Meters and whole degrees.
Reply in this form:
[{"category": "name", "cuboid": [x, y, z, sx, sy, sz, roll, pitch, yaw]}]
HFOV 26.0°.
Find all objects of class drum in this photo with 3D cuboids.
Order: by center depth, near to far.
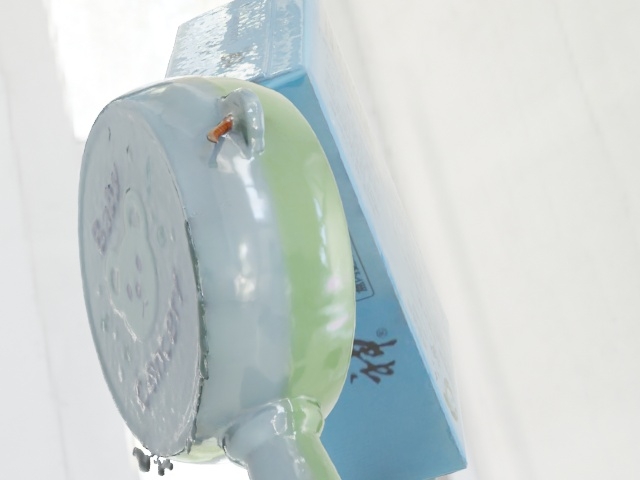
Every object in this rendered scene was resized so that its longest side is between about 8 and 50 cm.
[{"category": "drum", "cuboid": [-0.017, 0.071, 0.396, 0.130, 0.049, 0.253, -48, -126, 57]}]

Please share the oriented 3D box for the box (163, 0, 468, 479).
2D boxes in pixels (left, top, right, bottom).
[{"category": "box", "cuboid": [0.000, 0.000, 0.707, 0.142, 0.083, 0.232, -91, 161, -63]}]
